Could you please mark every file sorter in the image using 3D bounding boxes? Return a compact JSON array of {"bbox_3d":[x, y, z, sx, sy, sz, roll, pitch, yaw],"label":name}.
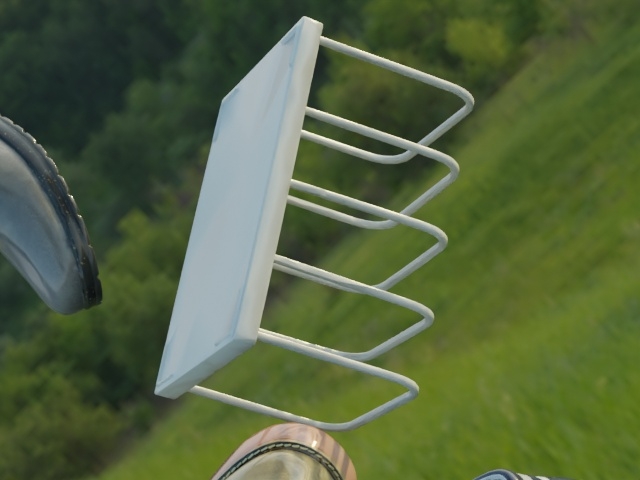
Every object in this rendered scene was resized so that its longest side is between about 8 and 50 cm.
[{"bbox_3d":[0.000,0.000,1.568,0.193,0.173,0.277,142,143,-62],"label":"file sorter"}]

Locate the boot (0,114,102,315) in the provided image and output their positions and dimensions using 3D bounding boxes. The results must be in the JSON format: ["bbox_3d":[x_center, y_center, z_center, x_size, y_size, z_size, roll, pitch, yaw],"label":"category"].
[{"bbox_3d":[-0.343,-0.033,1.533,0.223,0.338,0.118,-32,-19,-24],"label":"boot"}]

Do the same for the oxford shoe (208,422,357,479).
[{"bbox_3d":[-0.124,0.320,1.569,0.397,0.140,0.146,-55,1,19],"label":"oxford shoe"}]

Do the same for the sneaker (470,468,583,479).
[{"bbox_3d":[0.143,0.325,1.691,0.099,0.153,0.282,38,105,52],"label":"sneaker"}]
